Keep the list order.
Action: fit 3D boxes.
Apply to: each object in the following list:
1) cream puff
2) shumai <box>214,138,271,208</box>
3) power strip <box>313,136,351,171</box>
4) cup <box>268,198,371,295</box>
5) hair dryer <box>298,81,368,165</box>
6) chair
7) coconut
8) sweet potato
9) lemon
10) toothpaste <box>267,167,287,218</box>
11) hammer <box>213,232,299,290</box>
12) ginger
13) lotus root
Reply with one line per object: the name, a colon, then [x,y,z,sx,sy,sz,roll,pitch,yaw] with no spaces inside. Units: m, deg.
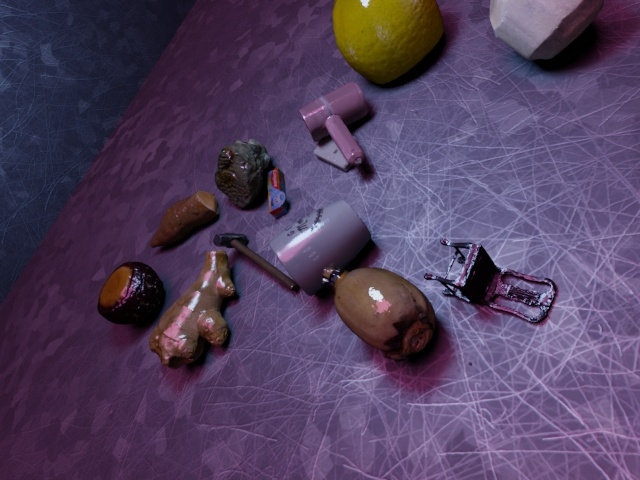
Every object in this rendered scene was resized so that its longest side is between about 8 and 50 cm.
cream puff: [-0.676,0.195,1.607,0.239,0.165,0.238,-20,50,26]
shumai: [-0.262,-0.260,1.614,0.218,0.189,0.256,-53,0,-36]
power strip: [0.053,-0.290,1.478,0.081,0.035,0.192,-50,44,-4]
cup: [0.000,0.000,1.241,0.234,0.186,0.258,-38,17,-2]
hair dryer: [0.082,-0.352,1.420,0.211,0.125,0.352,-26,50,2]
chair: [0.356,0.081,0.939,0.229,0.113,0.106,13,71,46]
coconut: [0.556,-0.606,1.139,0.266,0.237,0.237,43,91,2]
sweet potato: [-0.550,-0.076,1.732,0.337,0.131,0.131,-29,47,17]
lemon: [0.196,-0.727,1.458,0.365,0.364,0.363,-20,51,26]
toothpaste: [-0.142,-0.170,1.539,0.070,0.044,0.193,-25,49,20]
hammer: [-0.193,0.062,1.390,0.365,0.111,0.043,30,109,39]
ginger: [-0.372,0.209,1.368,0.236,0.166,0.375,24,86,52]
lotus root: [0.119,0.141,1.024,0.310,0.183,0.182,31,82,46]
